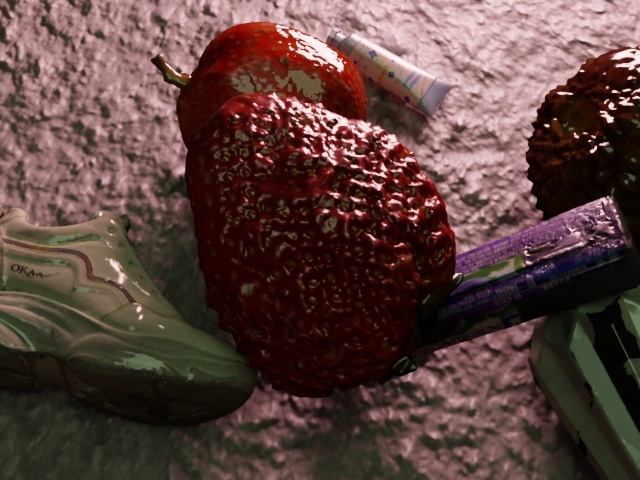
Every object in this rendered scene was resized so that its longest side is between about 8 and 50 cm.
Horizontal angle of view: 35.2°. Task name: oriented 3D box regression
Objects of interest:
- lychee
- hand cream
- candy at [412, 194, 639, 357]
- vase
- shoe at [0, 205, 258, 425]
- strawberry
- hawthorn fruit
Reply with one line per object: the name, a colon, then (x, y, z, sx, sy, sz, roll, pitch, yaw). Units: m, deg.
lychee: (0.374, -0.082, 1.142, 0.267, 0.267, 0.268, 3, 60, -5)
hand cream: (0.084, -0.219, 1.298, 0.170, 0.043, 0.065, 31, 62, 7)
candy: (0.172, 0.051, 1.048, 0.312, 0.061, 0.088, -22, 39, 20)
vase: (0.343, 0.221, 1.010, 0.165, 0.165, 0.360, -16, 66, -15)
shoe: (-0.220, 0.061, 1.048, 0.342, 0.132, 0.211, 13, 59, 2)
strawberry: (-0.004, 0.000, 0.986, 0.261, 0.258, 0.261, -13, 44, 13)
hawthorn fruit: (-0.073, -0.153, 1.149, 0.253, 0.205, 0.205, 20, 59, -3)
